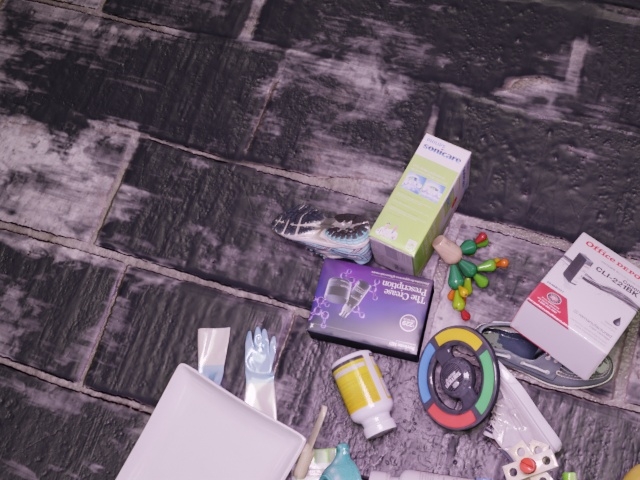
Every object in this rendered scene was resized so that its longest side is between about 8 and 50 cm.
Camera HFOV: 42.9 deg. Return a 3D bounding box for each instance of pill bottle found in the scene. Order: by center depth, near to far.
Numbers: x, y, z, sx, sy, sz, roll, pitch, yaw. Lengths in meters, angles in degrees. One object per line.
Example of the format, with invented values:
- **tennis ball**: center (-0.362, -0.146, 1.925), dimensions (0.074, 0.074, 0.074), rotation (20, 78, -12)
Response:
- **pill bottle**: center (0.214, 0.555, 1.721), dimensions (0.229, 0.131, 0.131), rotation (6, 72, 10)
- **pill bottle**: center (0.101, 0.347, 1.825), dimensions (0.103, 0.103, 0.184), rotation (-23, 69, 0)

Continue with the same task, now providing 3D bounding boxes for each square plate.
- **square plate**: center (-0.252, 0.506, 1.824), dimensions (0.347, 0.049, 0.344), rotation (28, 88, 17)

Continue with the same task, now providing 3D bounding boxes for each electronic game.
- **electronic game**: center (0.299, 0.300, 1.782), dimensions (0.229, 0.048, 0.229), rotation (-15, 70, 48)

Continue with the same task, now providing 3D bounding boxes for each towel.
- **towel**: center (-0.011, 0.543, 1.816), dimensions (0.113, 0.023, 0.152), rotation (-5, 70, 6)

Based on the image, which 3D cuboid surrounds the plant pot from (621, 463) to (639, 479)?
- **plant pot**: center (0.677, 0.520, 1.681), dimensions (0.134, 0.134, 0.095), rotation (15, 49, 13)

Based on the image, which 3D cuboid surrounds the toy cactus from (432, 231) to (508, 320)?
- **toy cactus**: center (0.331, 0.057, 1.869), dimensions (0.180, 0.112, 0.219), rotation (40, 67, -24)

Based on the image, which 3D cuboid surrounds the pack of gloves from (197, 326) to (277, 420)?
- **pack of gloves**: center (-0.202, 0.312, 1.913), dimensions (0.195, 0.046, 0.232), rotation (-4, 71, 8)

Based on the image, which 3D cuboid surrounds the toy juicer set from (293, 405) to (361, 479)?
- **toy juicer set**: center (0.029, 0.545, 1.726), dimensions (0.090, 0.209, 0.329), rotation (7, 46, -29)

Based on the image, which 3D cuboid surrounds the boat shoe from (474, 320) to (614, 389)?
- **boat shoe**: center (0.493, 0.250, 1.805), dimensions (0.320, 0.099, 0.116), rotation (14, 73, 13)

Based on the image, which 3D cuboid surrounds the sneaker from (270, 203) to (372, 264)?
- **sneaker**: center (0.000, 0.000, 1.960), dimensions (0.283, 0.122, 0.110), rotation (14, 48, 36)

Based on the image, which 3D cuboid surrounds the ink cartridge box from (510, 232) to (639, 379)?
- **ink cartridge box**: center (0.575, 0.136, 1.769), dimensions (0.197, 0.114, 0.273), rotation (37, 52, 18)

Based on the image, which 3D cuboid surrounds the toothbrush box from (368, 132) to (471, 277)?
- **toothbrush box**: center (0.235, -0.072, 1.899), dimensions (0.122, 0.206, 0.283), rotation (25, 75, 16)

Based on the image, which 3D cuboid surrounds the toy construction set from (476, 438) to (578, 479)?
- **toy construction set**: center (0.430, 0.514, 1.629), dimensions (0.215, 0.327, 0.151), rotation (-10, 54, 29)

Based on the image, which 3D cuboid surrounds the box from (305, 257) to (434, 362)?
- **box**: center (0.118, 0.161, 1.892), dimensions (0.261, 0.103, 0.184), rotation (11, 75, 12)

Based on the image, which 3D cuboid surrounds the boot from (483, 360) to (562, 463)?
- **boot**: center (0.400, 0.378, 1.763), dimensions (0.123, 0.095, 0.258), rotation (-36, 82, -3)
